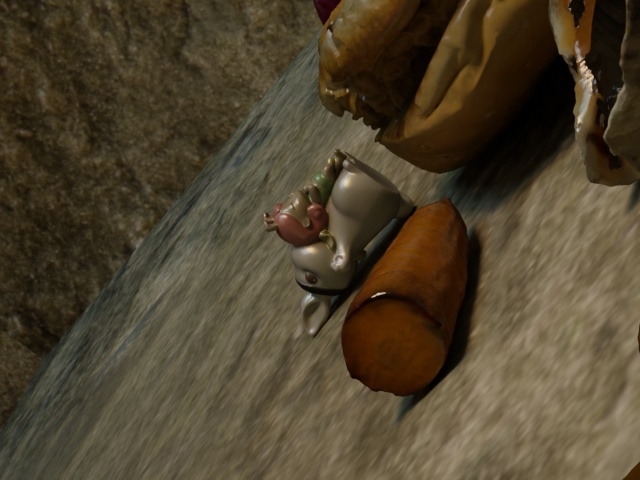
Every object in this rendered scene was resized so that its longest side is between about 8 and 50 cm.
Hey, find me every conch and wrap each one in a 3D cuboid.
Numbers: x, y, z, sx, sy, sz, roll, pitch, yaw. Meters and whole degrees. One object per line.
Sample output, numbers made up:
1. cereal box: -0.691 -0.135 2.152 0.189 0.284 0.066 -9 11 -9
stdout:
1. conch: 0.205 -0.182 0.922 0.210 0.159 0.291 131 133 -73

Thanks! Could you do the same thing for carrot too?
1. carrot: 0.066 0.020 1.084 0.072 0.072 0.205 -47 9 30

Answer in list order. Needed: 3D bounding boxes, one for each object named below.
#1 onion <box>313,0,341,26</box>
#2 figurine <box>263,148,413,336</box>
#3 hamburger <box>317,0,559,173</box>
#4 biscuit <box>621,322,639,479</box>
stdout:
1. onion: 0.106 -0.266 1.496 0.256 0.272 0.230 -48 -17 -5
2. figurine: 0.000 -0.003 1.384 0.146 0.098 0.081 -53 -10 12
3. hamburger: 0.120 -0.193 1.208 0.319 0.158 0.318 -58 -2 -3
4. biscuit: 0.181 0.052 0.434 0.432 0.064 0.283 -52 20 -19
